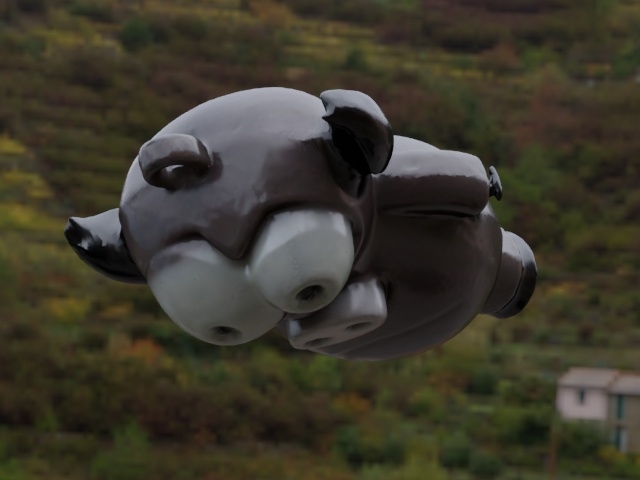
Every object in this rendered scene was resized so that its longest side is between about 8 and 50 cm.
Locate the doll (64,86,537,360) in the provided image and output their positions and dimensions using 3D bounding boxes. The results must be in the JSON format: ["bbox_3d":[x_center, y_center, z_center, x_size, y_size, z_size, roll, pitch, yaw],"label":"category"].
[{"bbox_3d":[0.000,-0.002,0.861,0.182,0.117,0.257,-25,-23,28],"label":"doll"}]
